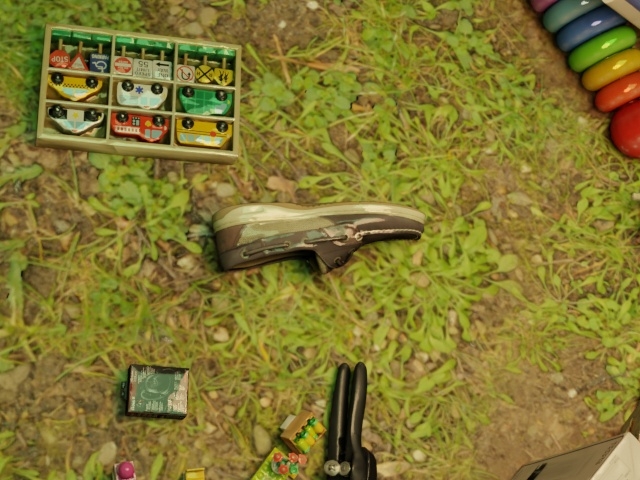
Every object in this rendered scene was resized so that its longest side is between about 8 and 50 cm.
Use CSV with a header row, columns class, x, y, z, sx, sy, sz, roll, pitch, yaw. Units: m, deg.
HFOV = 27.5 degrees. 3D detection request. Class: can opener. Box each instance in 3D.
class,x,y,z,sx,sy,sz,roll,pitch,yaw
can opener,0.034,0.247,1.688,0.059,0.073,0.186,-10,68,22

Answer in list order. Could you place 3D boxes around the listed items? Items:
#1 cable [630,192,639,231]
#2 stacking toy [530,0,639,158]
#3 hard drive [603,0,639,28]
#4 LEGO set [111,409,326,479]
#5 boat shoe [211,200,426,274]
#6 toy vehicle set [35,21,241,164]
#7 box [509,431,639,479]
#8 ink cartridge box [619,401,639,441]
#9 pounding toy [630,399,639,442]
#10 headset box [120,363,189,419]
class,x,y,z,sx,sy,sz,roll,pitch,yaw
cable,0.583,-0.034,1.917,0.287,0.072,0.140,-16,83,-20
stacking toy,0.422,-0.276,1.922,0.141,0.141,0.330,-25,86,-21
hard drive,0.450,-0.405,1.902,0.318,0.040,0.210,10,63,-59
LEGO set,-0.105,0.297,1.596,0.287,0.107,0.132,-14,78,-19
boat shoe,0.000,0.000,1.728,0.285,0.103,0.092,-1,78,-12
toy vehicle set,-0.240,-0.195,1.751,0.266,0.035,0.166,4,72,-15
box,0.291,0.341,1.598,0.087,0.290,0.169,45,65,0
ink cartridge box,0.410,0.332,1.691,0.056,0.181,0.225,13,69,7
pounding toy,0.507,0.239,1.808,0.130,0.100,0.141,21,79,-8
headset box,-0.209,0.190,1.641,0.083,0.032,0.062,5,71,-14
